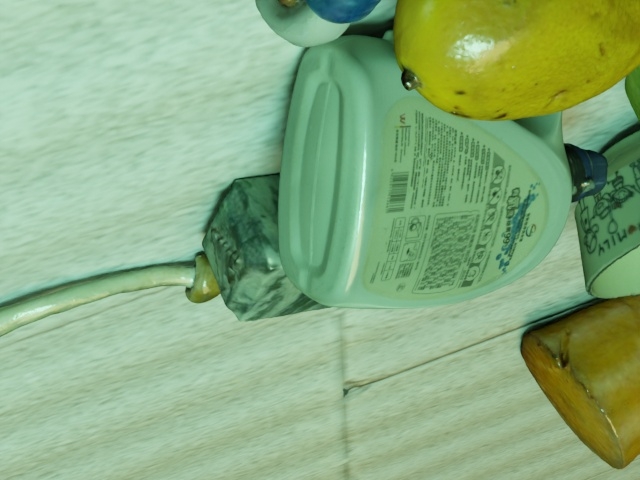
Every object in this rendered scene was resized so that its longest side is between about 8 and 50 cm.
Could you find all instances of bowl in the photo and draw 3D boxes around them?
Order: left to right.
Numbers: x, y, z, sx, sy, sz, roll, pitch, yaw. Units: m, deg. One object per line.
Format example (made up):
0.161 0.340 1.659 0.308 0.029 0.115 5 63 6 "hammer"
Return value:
0.320 -0.039 1.279 0.211 0.112 0.211 -19 162 -7 "bowl"

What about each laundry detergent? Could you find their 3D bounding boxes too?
0.110 -0.060 1.046 0.280 0.105 0.215 -8 113 -33 "laundry detergent"

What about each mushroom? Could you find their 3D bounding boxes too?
-0.224 0.066 1.137 0.306 0.043 0.068 -17 128 -10 "mushroom"

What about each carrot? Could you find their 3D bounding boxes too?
0.385 0.120 1.617 0.254 0.196 0.196 -32 155 -7 "carrot"

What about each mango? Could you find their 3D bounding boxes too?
0.148 -0.152 0.934 0.227 0.109 0.147 -11 119 -34 "mango"

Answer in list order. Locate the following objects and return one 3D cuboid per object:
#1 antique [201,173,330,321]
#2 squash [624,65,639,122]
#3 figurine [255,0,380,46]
0.000 0.000 1.134 0.183 0.086 0.088 -8 149 -29 "antique"
0.351 -0.170 1.107 0.252 0.049 0.252 -25 163 -8 "squash"
0.043 -0.176 0.686 0.338 0.204 0.283 -1 164 -19 "figurine"
